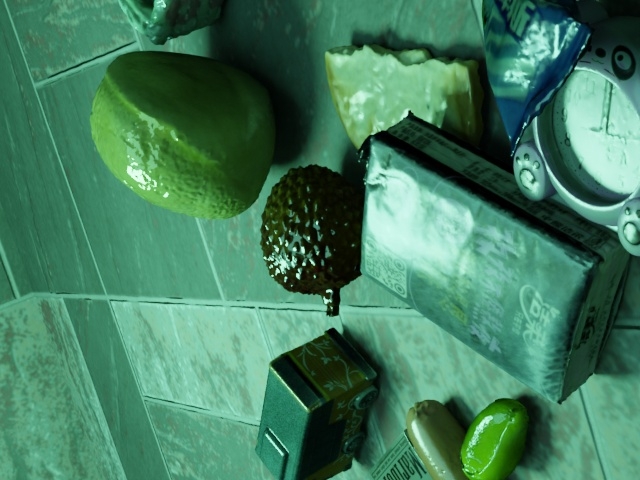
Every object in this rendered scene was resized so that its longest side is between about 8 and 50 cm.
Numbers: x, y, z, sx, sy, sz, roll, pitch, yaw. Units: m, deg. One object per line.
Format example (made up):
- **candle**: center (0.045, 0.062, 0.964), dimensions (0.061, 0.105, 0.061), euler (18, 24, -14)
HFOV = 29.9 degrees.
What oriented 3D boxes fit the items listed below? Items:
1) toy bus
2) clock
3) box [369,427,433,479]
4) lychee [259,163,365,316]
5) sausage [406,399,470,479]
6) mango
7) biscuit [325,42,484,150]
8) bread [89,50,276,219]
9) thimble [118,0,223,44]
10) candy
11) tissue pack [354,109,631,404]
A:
- **toy bus**: center (-0.013, 0.306, 2.082), dimensions (0.138, 0.167, 0.275), euler (46, 144, 31)
- **clock**: center (0.326, -0.130, 1.336), dimensions (0.227, 0.090, 0.248), euler (34, 134, 43)
- **box**: center (0.151, 0.396, 2.011), dimensions (0.115, 0.035, 0.177), euler (55, 147, 19)
- **lychee**: center (0.000, 0.000, 1.842), dimensions (0.200, 0.200, 0.238), euler (-13, 93, 59)
- **sausage**: center (0.226, 0.372, 1.831), dimensions (0.289, 0.086, 0.086), euler (55, 148, 17)
- **mango**: center (0.260, 0.289, 1.737), dimensions (0.091, 0.074, 0.165), euler (54, 136, 29)
- **biscuit**: center (0.123, -0.172, 1.671), dimensions (0.309, 0.040, 0.205), euler (17, 123, 51)
- **bread**: center (-0.225, -0.169, 1.973), dimensions (0.320, 0.320, 0.237), euler (36, 121, 42)
- **thimble**: center (-0.252, -0.439, 1.984), dimensions (0.185, 0.149, 0.211), euler (9, 117, 54)
- **candy**: center (0.225, -0.262, 1.305), dimensions (0.187, 0.077, 0.331), euler (114, 163, -47)
- **tissue pack**: center (0.210, 0.023, 1.553), dimensions (0.361, 0.122, 0.259), euler (32, 138, 30)
